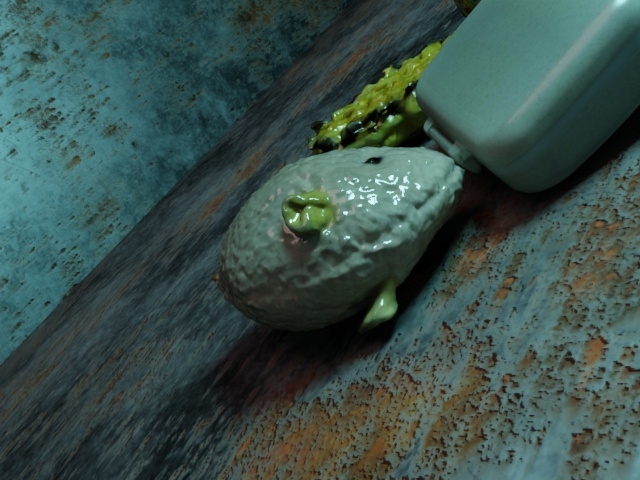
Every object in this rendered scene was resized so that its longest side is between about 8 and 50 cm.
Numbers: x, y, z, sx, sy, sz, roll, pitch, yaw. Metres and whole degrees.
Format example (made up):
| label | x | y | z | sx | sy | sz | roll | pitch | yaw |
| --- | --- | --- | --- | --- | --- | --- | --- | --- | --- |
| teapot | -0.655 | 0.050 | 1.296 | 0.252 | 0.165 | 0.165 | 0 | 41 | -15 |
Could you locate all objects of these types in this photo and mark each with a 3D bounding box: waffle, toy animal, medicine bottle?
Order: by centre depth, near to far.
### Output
| label | x | y | z | sx | sy | sz | roll | pitch | yaw |
| --- | --- | --- | --- | --- | --- | --- | --- | --- | --- |
| toy animal | -0.005 | 0.003 | 0.880 | 0.358 | 0.188 | 0.226 | -29 | 16 | 31 |
| medicine bottle | 0.257 | -0.212 | 0.910 | 0.282 | 0.123 | 0.375 | -48 | 21 | 13 |
| waffle | 0.139 | -0.256 | 1.336 | 0.379 | 0.095 | 0.382 | -34 | 17 | 15 |

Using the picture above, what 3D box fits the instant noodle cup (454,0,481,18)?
| label | x | y | z | sx | sy | sz | roll | pitch | yaw |
| --- | --- | --- | --- | --- | --- | --- | --- | --- | --- |
| instant noodle cup | 0.327 | -0.464 | 1.239 | 0.230 | 0.230 | 0.182 | -41 | 2 | -3 |
